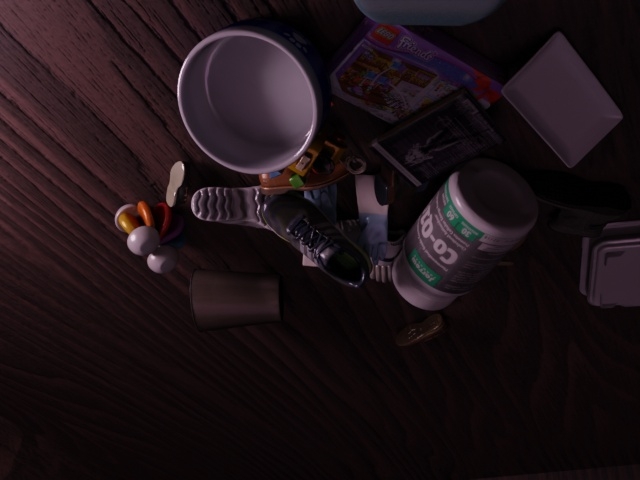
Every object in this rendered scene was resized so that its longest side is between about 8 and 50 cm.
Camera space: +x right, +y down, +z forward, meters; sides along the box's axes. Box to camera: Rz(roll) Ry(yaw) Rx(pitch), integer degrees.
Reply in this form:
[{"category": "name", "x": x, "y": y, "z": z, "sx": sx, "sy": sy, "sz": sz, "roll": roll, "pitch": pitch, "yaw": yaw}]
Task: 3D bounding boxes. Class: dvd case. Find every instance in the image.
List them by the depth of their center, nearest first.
[{"category": "dvd case", "x": 0.228, "y": -0.194, "z": 1.455, "sx": 0.221, "sy": 0.018, "sz": 0.165, "roll": -28, "pitch": 137, "yaw": 29}]

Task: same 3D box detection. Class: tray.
[{"category": "tray", "x": 0.454, "y": -0.261, "z": 1.402, "sx": 0.145, "sy": 0.030, "sz": 0.270, "roll": -47, "pitch": 126, "yaw": 11}]

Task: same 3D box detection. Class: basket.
[{"category": "basket", "x": -0.216, "y": 0.157, "z": 1.990, "sx": 0.227, "sy": 0.154, "sz": 0.204, "roll": -3, "pitch": 142, "yaw": 3}]

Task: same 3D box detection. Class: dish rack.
[{"category": "dish rack", "x": 0.795, "y": 0.072, "z": 1.834, "sx": 0.286, "sy": 0.072, "sz": 0.332, "roll": -6, "pitch": 144, "yaw": 12}]

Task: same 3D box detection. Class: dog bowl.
[{"category": "dog bowl", "x": -0.117, "y": -0.260, "z": 1.344, "sx": 0.265, "sy": 0.104, "sz": 0.264, "roll": 8, "pitch": 121, "yaw": 13}]

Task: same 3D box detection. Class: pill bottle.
[{"category": "pill bottle", "x": 0.307, "y": -0.001, "z": 1.665, "sx": 0.204, "sy": 0.204, "sz": 0.361, "roll": 13, "pitch": 142, "yaw": -13}]

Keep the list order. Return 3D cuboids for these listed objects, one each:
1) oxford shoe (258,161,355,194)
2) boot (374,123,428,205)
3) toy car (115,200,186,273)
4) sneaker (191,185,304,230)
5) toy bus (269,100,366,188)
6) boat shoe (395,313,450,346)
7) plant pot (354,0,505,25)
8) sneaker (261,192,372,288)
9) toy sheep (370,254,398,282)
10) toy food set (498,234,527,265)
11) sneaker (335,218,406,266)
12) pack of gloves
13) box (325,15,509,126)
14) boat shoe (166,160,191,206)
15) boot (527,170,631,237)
[{"category": "oxford shoe", "x": -0.033, "y": -0.151, "z": 1.611, "sx": 0.212, "sy": 0.076, "sz": 0.076, "roll": -8, "pitch": 113, "yaw": 7}, {"category": "boot", "x": 0.183, "y": -0.172, "z": 1.576, "sx": 0.106, "sy": 0.082, "sz": 0.219, "roll": -12, "pitch": 140, "yaw": -20}, {"category": "toy car", "x": -0.392, "y": -0.024, "z": 1.780, "sx": 0.136, "sy": 0.159, "sz": 0.182, "roll": -40, "pitch": 136, "yaw": -3}, {"category": "sneaker", "x": -0.159, "y": -0.082, "z": 1.720, "sx": 0.282, "sy": 0.105, "sz": 0.115, "roll": 8, "pitch": -179, "yaw": -15}, {"category": "toy bus", "x": -0.030, "y": -0.181, "z": 1.486, "sx": 0.202, "sy": 0.104, "sz": 0.190, "roll": -8, "pitch": 121, "yaw": 17}, {"category": "boat shoe", "x": 0.298, "y": 0.272, "z": 2.163, "sx": 0.178, "sy": 0.064, "sz": 0.060, "roll": -30, "pitch": 130, "yaw": 35}, {"category": "plant pot", "x": 0.154, "y": -0.438, "z": 1.057, "sx": 0.247, "sy": 0.247, "sz": 0.252, "roll": 2, "pitch": 160, "yaw": 3}, {"category": "sneaker", "x": 0.000, "y": 0.000, "z": 1.638, "sx": 0.300, "sy": 0.121, "sz": 0.111, "roll": 35, "pitch": 95, "yaw": -11}, {"category": "toy sheep", "x": 0.165, "y": 0.066, "z": 1.876, "sx": 0.132, "sy": 0.091, "sz": 0.091, "roll": -5, "pitch": 143, "yaw": 7}, {"category": "toy food set", "x": 0.429, "y": -0.019, "z": 1.779, "sx": 0.133, "sy": 0.038, "sz": 0.192, "roll": 3, "pitch": 134, "yaw": -8}, {"category": "sneaker", "x": 0.088, "y": -0.017, "z": 1.783, "sx": 0.235, "sy": 0.090, "sz": 0.094, "roll": 13, "pitch": 131, "yaw": -19}, {"category": "pack of gloves", "x": 0.059, "y": -0.049, "z": 1.711, "sx": 0.195, "sy": 0.046, "sz": 0.232, "roll": 4, "pitch": 113, "yaw": 6}, {"category": "box", "x": 0.174, "y": -0.301, "z": 1.386, "sx": 0.293, "sy": 0.057, "sz": 0.201, "roll": 23, "pitch": 141, "yaw": -24}, {"category": "boat shoe", "x": -0.317, "y": -0.131, "z": 1.689, "sx": 0.042, "sy": 0.049, "sz": 0.133, "roll": -14, "pitch": 146, "yaw": -34}, {"category": "boot", "x": 0.549, "y": -0.065, "z": 1.663, "sx": 0.247, "sy": 0.083, "sz": 0.161, "roll": 12, "pitch": 149, "yaw": -9}]
